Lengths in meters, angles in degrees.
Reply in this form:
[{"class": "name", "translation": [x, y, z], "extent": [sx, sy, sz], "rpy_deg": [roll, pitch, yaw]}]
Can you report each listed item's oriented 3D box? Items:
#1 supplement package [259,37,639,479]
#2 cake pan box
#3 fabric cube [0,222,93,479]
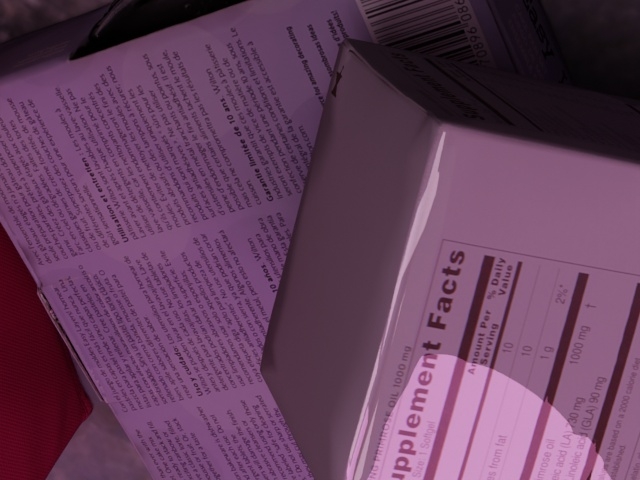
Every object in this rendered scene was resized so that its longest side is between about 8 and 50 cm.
[{"class": "supplement package", "translation": [0.119, 0.028, 0.631], "extent": [0.244, 0.139, 0.134], "rpy_deg": [10, 105, -15]}, {"class": "cake pan box", "translation": [0.000, 0.000, 0.763], "extent": [0.245, 0.070, 0.267], "rpy_deg": [-18, 114, 24]}, {"class": "fabric cube", "translation": [-0.284, 0.050, 0.770], "extent": [0.254, 0.258, 0.259], "rpy_deg": [-3, 119, 19]}]
